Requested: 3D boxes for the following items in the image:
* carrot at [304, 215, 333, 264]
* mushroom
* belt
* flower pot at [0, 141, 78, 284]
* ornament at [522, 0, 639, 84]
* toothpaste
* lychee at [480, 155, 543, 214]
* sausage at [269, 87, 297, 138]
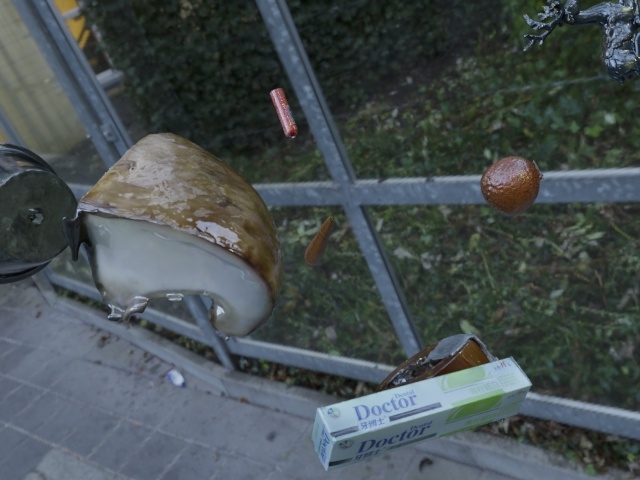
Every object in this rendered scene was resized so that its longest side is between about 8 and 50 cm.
[{"bbox_3d":[0.000,0.000,1.661,0.048,0.048,0.216,-38,-14,-29],"label":"carrot"},{"bbox_3d":[-0.190,-0.047,1.176,0.314,0.224,0.397,7,35,7],"label":"mushroom"},{"bbox_3d":[0.269,0.333,1.607,0.217,0.122,0.339,-41,1,-43],"label":"belt"},{"bbox_3d":[-0.477,-0.040,1.090,0.148,0.235,0.235,4,37,43],"label":"flower pot"},{"bbox_3d":[0.540,-0.420,1.451,0.236,0.202,0.080,-2,-5,0],"label":"ornament"},{"bbox_3d":[0.154,0.256,1.037,0.336,0.081,0.067,-10,42,-22],"label":"toothpaste"},{"bbox_3d":[0.354,-0.105,1.255,0.140,0.114,0.101,-6,-15,-8],"label":"lychee"},{"bbox_3d":[-0.086,-0.304,1.680,0.034,0.129,0.034,-21,-6,-2],"label":"sausage"}]
